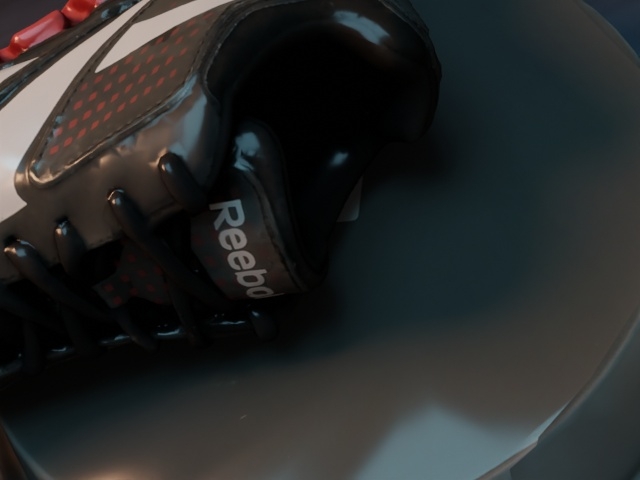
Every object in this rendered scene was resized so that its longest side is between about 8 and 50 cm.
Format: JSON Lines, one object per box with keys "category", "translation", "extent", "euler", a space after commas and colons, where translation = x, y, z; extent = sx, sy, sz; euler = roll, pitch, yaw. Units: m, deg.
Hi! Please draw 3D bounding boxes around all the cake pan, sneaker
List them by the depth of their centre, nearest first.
{"category": "sneaker", "translation": [-0.075, -0.008, 0.386], "extent": [0.276, 0.098, 0.135], "euler": [-38, 49, -10]}
{"category": "cake pan", "translation": [0.000, 0.000, 0.452], "extent": [0.293, 0.054, 0.293], "euler": [-10, 53, 13]}
